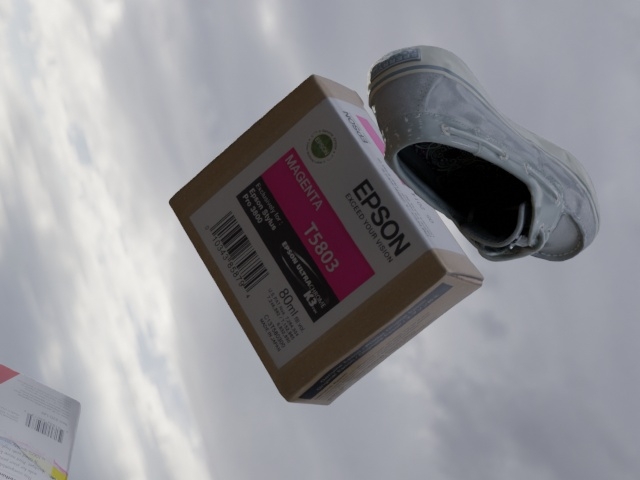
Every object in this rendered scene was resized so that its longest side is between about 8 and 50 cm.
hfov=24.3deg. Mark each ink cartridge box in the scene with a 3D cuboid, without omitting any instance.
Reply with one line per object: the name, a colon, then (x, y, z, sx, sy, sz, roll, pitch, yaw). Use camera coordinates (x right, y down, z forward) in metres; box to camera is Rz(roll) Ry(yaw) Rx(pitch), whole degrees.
ink cartridge box: (0.000, 0.000, 1.342, 0.235, 0.193, 0.088, 57, 19, 23)
ink cartridge box: (-0.248, 0.176, 1.072, 0.067, 0.115, 0.198, -52, -160, 26)

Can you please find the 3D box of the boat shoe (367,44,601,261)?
boat shoe: (0.102, -0.029, 0.903, 0.227, 0.079, 0.081, 36, 42, -44)
